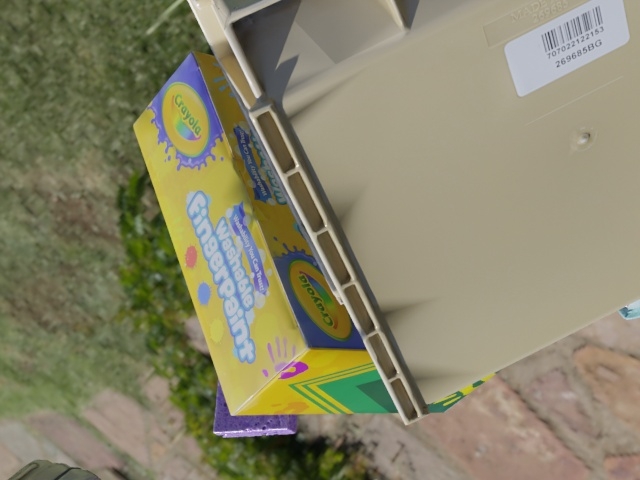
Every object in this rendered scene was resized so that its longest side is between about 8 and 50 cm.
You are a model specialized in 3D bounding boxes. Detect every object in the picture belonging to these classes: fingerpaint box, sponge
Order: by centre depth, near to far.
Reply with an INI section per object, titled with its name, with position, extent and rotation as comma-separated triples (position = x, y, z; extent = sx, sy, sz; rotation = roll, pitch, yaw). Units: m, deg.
[fingerpaint box]
position = 0.000, 0.000, 1.510
extent = 0.163, 0.371, 0.444
rotation = -45, 55, 34
[sponge]
position = -0.084, 0.166, 1.616
extent = 0.117, 0.210, 0.031
rotation = -6, 158, 26

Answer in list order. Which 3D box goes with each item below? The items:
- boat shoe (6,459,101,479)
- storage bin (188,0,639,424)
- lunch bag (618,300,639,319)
[boat shoe]
position = -0.305, 0.285, 1.028
extent = 0.088, 0.267, 0.096
rotation = 15, 129, 26
[storage bin]
position = 0.099, -0.078, 0.559
extent = 0.260, 0.262, 0.123
rotation = 64, 180, -42
[lunch bag]
position = 0.420, -0.042, 1.204
extent = 0.160, 0.223, 0.262
rotation = 59, 161, 5
